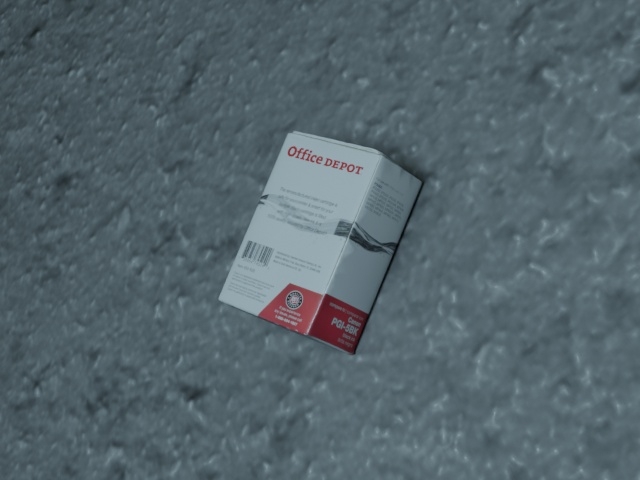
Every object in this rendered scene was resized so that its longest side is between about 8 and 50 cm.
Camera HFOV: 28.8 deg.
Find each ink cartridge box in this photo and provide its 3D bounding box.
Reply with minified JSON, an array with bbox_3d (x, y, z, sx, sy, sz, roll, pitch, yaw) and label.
[{"bbox_3d":[0.000,0.000,0.886,0.099,0.056,0.135,18,83,44],"label":"ink cartridge box"}]
